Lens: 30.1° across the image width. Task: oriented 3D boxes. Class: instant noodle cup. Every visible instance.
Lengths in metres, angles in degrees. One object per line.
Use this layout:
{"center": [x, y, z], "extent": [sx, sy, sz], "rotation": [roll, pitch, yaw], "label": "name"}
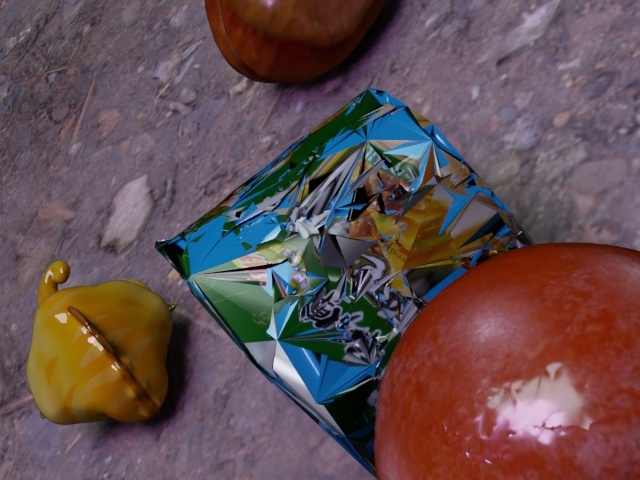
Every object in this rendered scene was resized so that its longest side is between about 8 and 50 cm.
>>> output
{"center": [0.031, 0.022, 0.789], "extent": [0.178, 0.240, 0.240], "rotation": [-44, 36, -2], "label": "instant noodle cup"}

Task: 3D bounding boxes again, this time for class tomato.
{"center": [0.131, 0.100, 0.614], "extent": [0.208, 0.208, 0.184], "rotation": [-44, 39, 8], "label": "tomato"}

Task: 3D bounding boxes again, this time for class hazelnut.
{"center": [-0.034, -0.241, 1.132], "extent": [0.182, 0.182, 0.182], "rotation": [-28, 41, 28], "label": "hazelnut"}

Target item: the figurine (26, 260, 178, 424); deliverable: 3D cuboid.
{"center": [-0.208, 0.090, 1.073], "extent": [0.156, 0.131, 0.246], "rotation": [-44, 22, -17], "label": "figurine"}
